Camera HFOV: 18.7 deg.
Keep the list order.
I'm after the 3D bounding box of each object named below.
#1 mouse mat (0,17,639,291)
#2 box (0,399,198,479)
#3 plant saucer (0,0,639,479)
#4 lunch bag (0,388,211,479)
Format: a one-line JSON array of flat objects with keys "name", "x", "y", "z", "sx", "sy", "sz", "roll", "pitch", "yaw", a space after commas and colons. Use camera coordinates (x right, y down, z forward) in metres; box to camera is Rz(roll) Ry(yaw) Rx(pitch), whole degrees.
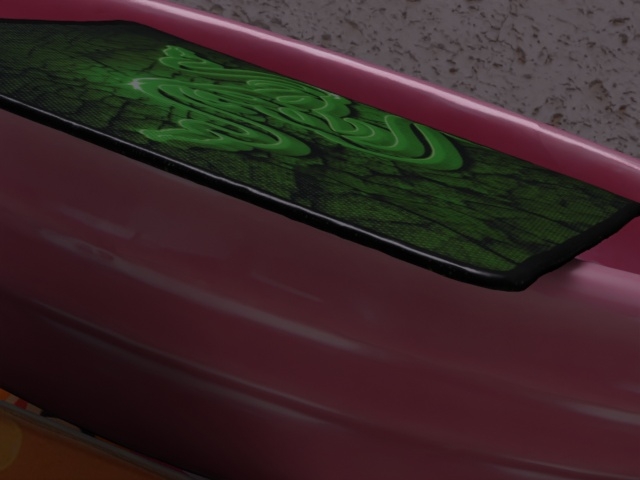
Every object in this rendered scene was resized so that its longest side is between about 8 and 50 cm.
[{"name": "mouse mat", "x": -0.009, "y": -0.026, "z": 0.436, "sx": 0.152, "sy": 0.007, "sz": 0.189, "roll": 21, "pitch": 10, "yaw": 14}, {"name": "box", "x": -0.174, "y": 0.103, "z": 0.366, "sx": 0.168, "sy": 0.215, "sz": 0.345, "roll": 12, "pitch": -12, "yaw": 39}, {"name": "plant saucer", "x": 0.000, "y": 0.000, "z": 0.566, "sx": 0.332, "sy": 0.084, "sz": 0.332, "roll": 18, "pitch": 11, "yaw": -4}, {"name": "lunch bag", "x": -0.030, "y": 0.167, "z": 0.659, "sx": 0.258, "sy": 0.293, "sz": 0.120, "roll": 17, "pitch": -29, "yaw": 15}]
